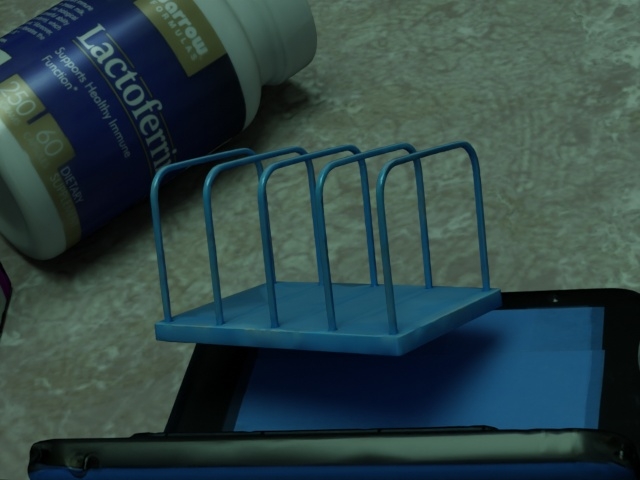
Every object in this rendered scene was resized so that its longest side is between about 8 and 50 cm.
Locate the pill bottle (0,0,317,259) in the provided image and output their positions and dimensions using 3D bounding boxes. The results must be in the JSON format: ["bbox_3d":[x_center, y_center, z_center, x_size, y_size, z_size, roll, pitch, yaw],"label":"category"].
[{"bbox_3d":[-0.140,-0.116,1.060,0.265,0.153,0.153,-37,44,-21],"label":"pill bottle"}]

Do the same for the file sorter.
[{"bbox_3d":[0.000,0.000,0.842,0.170,0.104,0.118,1,12,35],"label":"file sorter"}]

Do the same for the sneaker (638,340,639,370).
[{"bbox_3d":[0.246,0.041,0.771,0.235,0.090,0.095,-7,30,-33],"label":"sneaker"}]

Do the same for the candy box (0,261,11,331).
[{"bbox_3d":[-0.351,0.015,0.980,0.234,0.159,0.071,-10,40,10],"label":"candy box"}]

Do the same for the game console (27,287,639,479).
[{"bbox_3d":[0.028,0.073,0.784,0.293,0.250,0.173,-4,69,16],"label":"game console"}]

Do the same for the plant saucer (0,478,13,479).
[{"bbox_3d":[-0.223,0.202,0.818,0.195,0.037,0.195,-9,41,8],"label":"plant saucer"}]
